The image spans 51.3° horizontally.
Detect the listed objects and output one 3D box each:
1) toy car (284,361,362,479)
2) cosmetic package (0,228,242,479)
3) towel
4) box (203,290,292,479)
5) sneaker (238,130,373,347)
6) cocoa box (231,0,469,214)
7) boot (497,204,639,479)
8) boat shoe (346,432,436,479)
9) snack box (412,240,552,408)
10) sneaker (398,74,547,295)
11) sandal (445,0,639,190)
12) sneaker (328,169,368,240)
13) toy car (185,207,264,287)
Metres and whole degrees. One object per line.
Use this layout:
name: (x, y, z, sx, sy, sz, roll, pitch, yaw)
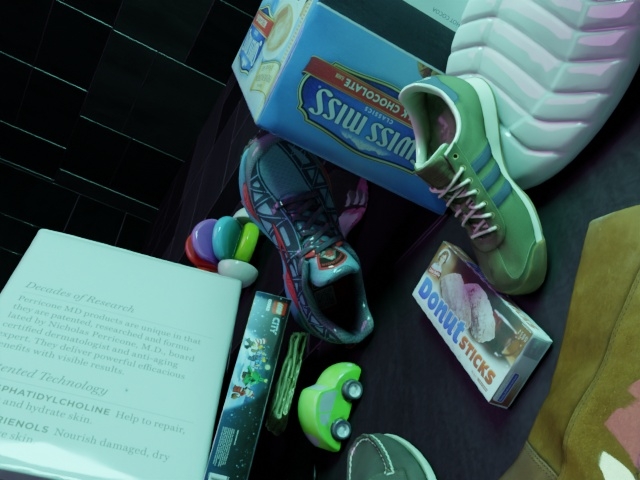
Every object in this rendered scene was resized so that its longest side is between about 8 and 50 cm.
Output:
toy car: (-0.015, 0.232, 0.703, 0.239, 0.053, 0.225, -21, 49, 64)
cosmetic package: (-0.327, 0.258, 0.971, 0.394, 0.327, 0.329, -87, 15, -52)
towel: (-0.042, 0.175, 0.810, 0.148, 0.027, 0.110, 100, -175, -66)
box: (-0.086, 0.195, 0.757, 0.159, 0.044, 0.233, 106, 178, -61)
sneaker: (0.000, 0.000, 0.728, 0.104, 0.262, 0.125, -29, 22, -16)
cocoa box: (0.053, -0.221, 0.770, 0.228, 0.231, 0.347, -60, 21, 16)
boot: (0.190, 0.107, 0.316, 0.280, 0.096, 0.264, -62, 11, -10)
boat shoe: (0.052, 0.226, 0.514, 0.081, 0.068, 0.228, -60, 20, 17)
snack box: (0.129, 0.063, 0.567, 0.064, 0.022, 0.178, -63, 20, 15)
sneaker: (0.111, -0.046, 0.532, 0.064, 0.086, 0.192, -32, 66, 51)
sandal: (0.224, -0.229, 0.532, 0.169, 0.102, 0.416, 40, 122, 46)
sneaker: (0.008, -0.013, 0.907, 0.178, 0.072, 0.077, -68, 8, -22)
toy car: (-0.186, 0.013, 1.272, 0.182, 0.136, 0.159, -35, 37, 56)
